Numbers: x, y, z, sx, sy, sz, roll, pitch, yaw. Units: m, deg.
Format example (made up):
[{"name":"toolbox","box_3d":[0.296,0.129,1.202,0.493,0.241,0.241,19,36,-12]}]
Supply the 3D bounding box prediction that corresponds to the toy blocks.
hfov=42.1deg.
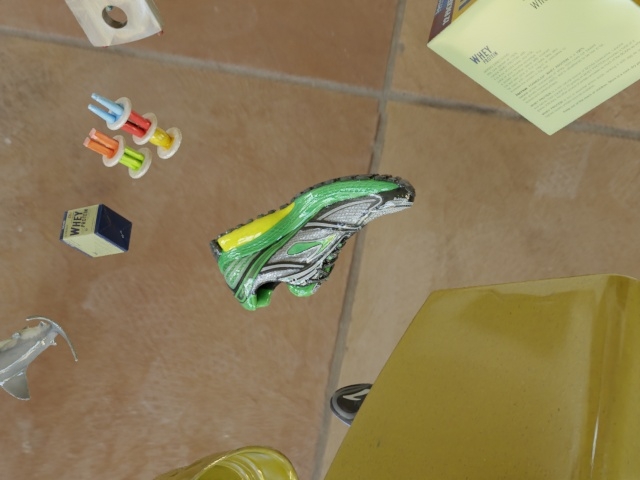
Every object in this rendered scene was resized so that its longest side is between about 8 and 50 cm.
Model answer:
[{"name":"toy blocks","box_3d":[-0.304,-0.161,1.250,0.123,0.148,0.054,-28,53,29]}]

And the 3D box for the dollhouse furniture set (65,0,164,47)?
[{"name":"dollhouse furniture set","box_3d":[-0.220,-0.238,0.686,0.184,0.129,0.129,-8,44,20]}]

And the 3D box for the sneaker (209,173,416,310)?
[{"name":"sneaker","box_3d":[0.000,0.000,1.296,0.344,0.134,0.146,-27,81,22]}]

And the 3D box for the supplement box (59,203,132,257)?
[{"name":"supplement box","box_3d":[-0.383,-0.016,1.421,0.083,0.083,0.056,-9,63,25]}]

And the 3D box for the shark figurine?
[{"name":"shark figurine","box_3d":[-0.479,0.197,1.333,0.278,0.166,0.116,-23,89,15]}]

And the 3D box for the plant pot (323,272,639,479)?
[{"name":"plant pot","box_3d":[0.134,0.129,0.432,0.212,0.212,0.187,21,74,-27]}]

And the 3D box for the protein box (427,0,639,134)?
[{"name":"protein box","box_3d":[0.268,-0.265,0.948,0.201,0.200,0.136,30,53,-20]}]

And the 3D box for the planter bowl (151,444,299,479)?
[{"name":"planter bowl","box_3d":[-0.118,0.271,0.738,0.090,0.217,0.217,15,76,36]}]

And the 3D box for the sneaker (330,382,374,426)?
[{"name":"sneaker","box_3d":[0.082,0.210,1.048,0.188,0.078,0.067,5,62,48]}]
